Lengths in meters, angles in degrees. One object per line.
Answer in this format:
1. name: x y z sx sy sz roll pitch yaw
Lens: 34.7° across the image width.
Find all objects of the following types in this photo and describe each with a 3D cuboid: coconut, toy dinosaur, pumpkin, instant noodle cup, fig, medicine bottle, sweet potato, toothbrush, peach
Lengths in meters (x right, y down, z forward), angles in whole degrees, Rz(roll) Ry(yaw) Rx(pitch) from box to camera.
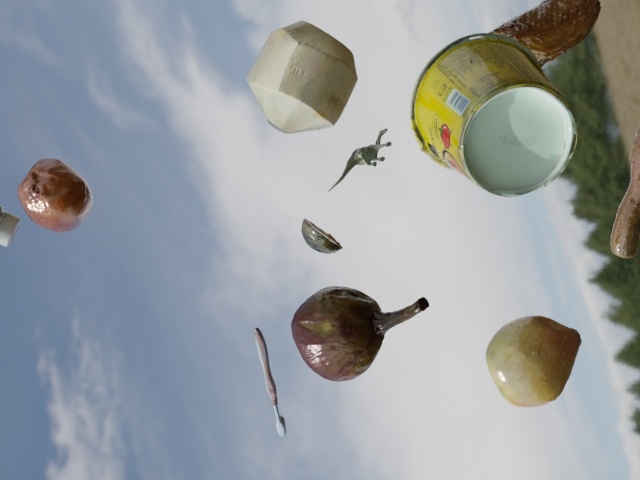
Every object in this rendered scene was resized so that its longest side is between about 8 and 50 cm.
1. coconut: -0.043 -0.333 2.158 0.241 0.241 0.241 -17 -90 -73
2. toy dinosaur: 0.076 -0.139 1.708 0.180 0.058 0.037 -38 -69 -40
3. pumpkin: -0.001 0.000 1.368 0.050 0.028 0.083 42 -170 34
4. instant noodle cup: 0.211 -0.140 1.219 0.144 0.182 0.182 -114 -2 -62
5. fig: 0.061 0.145 1.938 0.190 0.290 0.191 14 -127 -20
6. medicine bottle: -0.677 -0.042 2.064 0.130 0.080 0.080 25 -148 -8
7. sweet potato: 0.643 -0.152 1.967 0.109 0.109 0.385 -61 -9 -67
8. toothbrush: -0.066 0.187 1.345 0.019 0.013 0.193 -84 -14 -53
9. peach: 0.495 0.272 2.342 0.232 0.232 0.232 -17 -90 -73

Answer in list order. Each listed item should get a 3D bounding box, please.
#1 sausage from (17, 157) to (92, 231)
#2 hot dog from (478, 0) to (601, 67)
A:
1. sausage: -0.491 -0.078 1.916 0.258 0.133 0.133 156 98 -77
2. hot dog: 0.370 -0.346 1.705 0.099 0.227 0.160 58 176 -2
